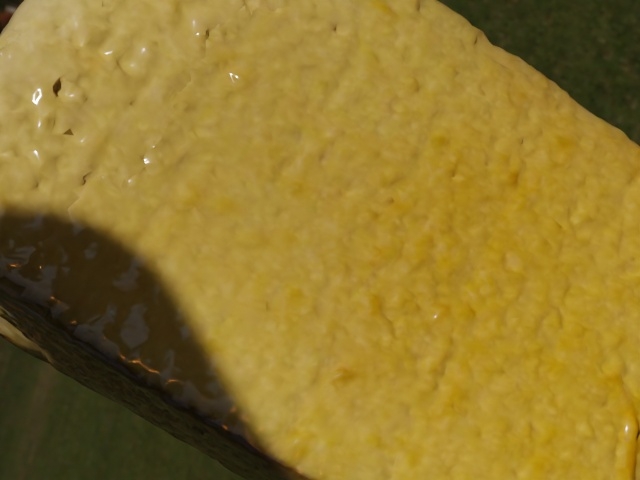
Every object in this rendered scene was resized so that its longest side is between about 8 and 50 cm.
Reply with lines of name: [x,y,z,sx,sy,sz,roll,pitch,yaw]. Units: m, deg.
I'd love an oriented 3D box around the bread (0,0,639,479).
bread: [0.000,0.000,0.464,0.185,0.274,0.114,-60,9,-21]
